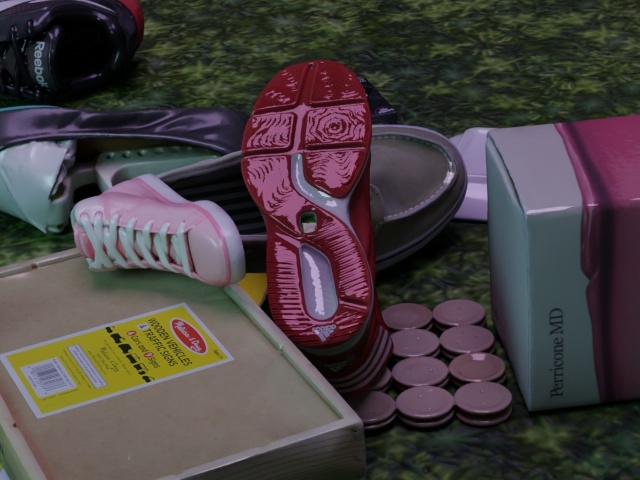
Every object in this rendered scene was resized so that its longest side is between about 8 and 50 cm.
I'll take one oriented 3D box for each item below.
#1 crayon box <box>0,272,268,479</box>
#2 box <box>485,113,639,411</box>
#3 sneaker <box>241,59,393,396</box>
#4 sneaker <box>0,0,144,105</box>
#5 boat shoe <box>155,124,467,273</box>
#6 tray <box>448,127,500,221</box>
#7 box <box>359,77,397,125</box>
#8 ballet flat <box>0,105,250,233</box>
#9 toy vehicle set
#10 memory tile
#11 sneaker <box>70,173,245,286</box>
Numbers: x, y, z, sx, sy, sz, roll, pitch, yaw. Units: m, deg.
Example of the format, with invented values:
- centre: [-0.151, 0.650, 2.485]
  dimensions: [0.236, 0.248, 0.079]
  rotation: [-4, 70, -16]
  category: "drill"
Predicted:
- centre: [-0.144, 0.123, 0.958]
  dimensions: [0.202, 0.081, 0.318]
  rotation: [1, 28, 10]
  category: "crayon box"
- centre: [0.230, 0.006, 1.053]
  dimensions: [0.232, 0.149, 0.127]
  rotation: [-7, 28, -3]
  category: "box"
- centre: [0.000, 0.000, 1.071]
  dimensions: [0.087, 0.128, 0.221]
  rotation: [-2, 57, 7]
  category: "sneaker"
- centre: [-0.298, -0.181, 1.558]
  dimensions: [0.276, 0.098, 0.135]
  rotation: [-8, 25, -10]
  category: "sneaker"
- centre: [-0.011, -0.022, 1.154]
  dimensions: [0.302, 0.109, 0.094]
  rotation: [-17, -11, -30]
  category: "boat shoe"
- centre: [0.212, -0.053, 1.304]
  dimensions: [0.270, 0.030, 0.145]
  rotation: [4, 27, 17]
  category: "tray"
- centre: [0.025, -0.095, 1.389]
  dimensions: [0.062, 0.052, 0.083]
  rotation: [-12, 29, -12]
  category: "box"
- centre: [-0.182, -0.058, 1.313]
  dimensions: [0.280, 0.095, 0.096]
  rotation: [-6, 39, -3]
  category: "ballet flat"
- centre: [-0.106, 0.075, 0.918]
  dimensions: [0.166, 0.035, 0.267]
  rotation: [-15, 29, -20]
  category: "toy vehicle set"
- centre: [0.063, 0.081, 1.084]
  dimensions: [0.113, 0.012, 0.148]
  rotation: [-5, 26, -1]
  category: "memory tile"
- centre: [-0.101, 0.002, 0.965]
  dimensions: [0.070, 0.051, 0.134]
  rotation: [-21, 28, -27]
  category: "sneaker"
